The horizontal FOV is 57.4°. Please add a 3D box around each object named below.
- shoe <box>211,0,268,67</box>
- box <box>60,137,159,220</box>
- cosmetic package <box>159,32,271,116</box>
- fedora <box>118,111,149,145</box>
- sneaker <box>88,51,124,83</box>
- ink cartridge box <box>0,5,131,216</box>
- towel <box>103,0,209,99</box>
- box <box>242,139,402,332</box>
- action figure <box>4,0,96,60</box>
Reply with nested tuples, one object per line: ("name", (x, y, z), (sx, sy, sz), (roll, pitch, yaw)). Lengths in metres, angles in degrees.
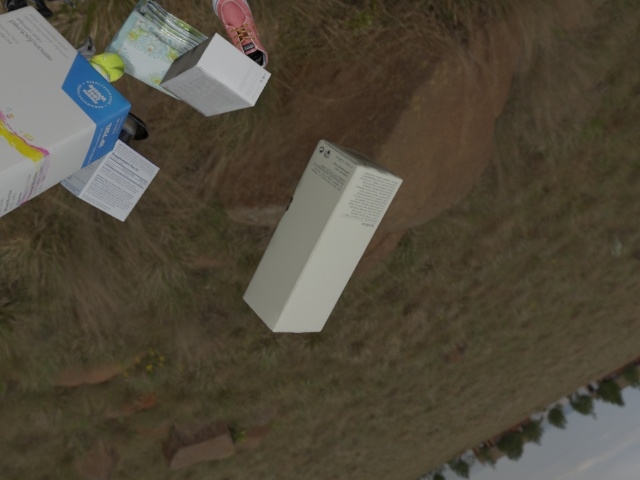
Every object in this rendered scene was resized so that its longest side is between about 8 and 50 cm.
("shoe", (-0.148, -0.402, 1.124), (0.064, 0.081, 0.178), (-25, 162, 5))
("box", (-0.418, -0.130, 1.169), (0.137, 0.072, 0.126), (-57, 148, -5))
("cosmetic package", (-0.171, -0.251, 0.911), (0.099, 0.239, 0.060), (30, 83, -28))
("fedora", (-0.590, -0.246, 1.403), (0.334, 0.152, 0.334), (8, 173, 1))
("sneaker", (-0.581, -0.392, 1.406), (0.126, 0.091, 0.240), (-4, -158, 20))
("ink cartridge box", (-0.295, -0.094, 0.490), (0.078, 0.134, 0.231), (-42, -175, 46))
("towel", (-0.535, -0.629, 1.988), (0.321, 0.090, 0.374), (27, 153, -30))
("box", (0.000, 0.000, 0.863), (0.113, 0.094, 0.275), (11, 113, -48))
("action figure", (-0.437, -0.357, 0.935), (0.141, 0.275, 0.164), (-8, 156, -24))
